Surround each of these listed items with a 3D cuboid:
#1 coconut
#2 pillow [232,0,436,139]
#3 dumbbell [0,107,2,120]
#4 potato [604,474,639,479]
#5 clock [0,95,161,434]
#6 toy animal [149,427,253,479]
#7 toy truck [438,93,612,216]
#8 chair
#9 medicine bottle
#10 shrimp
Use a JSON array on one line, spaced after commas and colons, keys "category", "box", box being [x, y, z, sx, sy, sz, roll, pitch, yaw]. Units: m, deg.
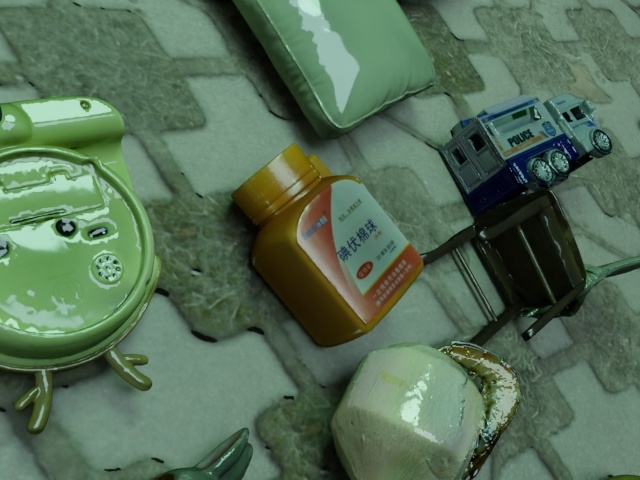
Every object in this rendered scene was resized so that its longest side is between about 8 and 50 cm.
[{"category": "coconut", "box": [0.097, 0.215, 0.788, 0.171, 0.171, 0.183, 36, 52, -15]}, {"category": "pillow", "box": [0.010, -0.317, 0.977, 0.255, 0.119, 0.322, -32, 93, -37]}, {"category": "dumbbell", "box": [-0.401, -0.042, 0.517, 0.160, 0.144, 0.325, 43, 78, 0]}, {"category": "potato", "box": [0.403, 0.426, 0.915, 0.228, 0.148, 0.197, -19, 67, -34]}, {"category": "clock", "box": [-0.265, 0.018, 0.679, 0.235, 0.096, 0.308, -18, 82, -37]}, {"category": "toy animal", "box": [-0.141, 0.286, 0.663, 0.108, 0.138, 0.236, 4, 35, 9]}, {"category": "toy truck", "box": [0.332, -0.151, 1.118, 0.268, 0.124, 0.155, -25, 81, -36]}, {"category": "chair", "box": [0.319, 0.024, 1.017, 0.319, 0.160, 0.186, -26, 88, -34]}, {"category": "medicine bottle", "box": [0.000, 0.000, 0.847, 0.222, 0.112, 0.149, 51, 53, -6]}, {"category": "shrimp", "box": [0.169, 0.220, 0.907, 0.148, 0.035, 0.195, 35, 74, 0]}]
